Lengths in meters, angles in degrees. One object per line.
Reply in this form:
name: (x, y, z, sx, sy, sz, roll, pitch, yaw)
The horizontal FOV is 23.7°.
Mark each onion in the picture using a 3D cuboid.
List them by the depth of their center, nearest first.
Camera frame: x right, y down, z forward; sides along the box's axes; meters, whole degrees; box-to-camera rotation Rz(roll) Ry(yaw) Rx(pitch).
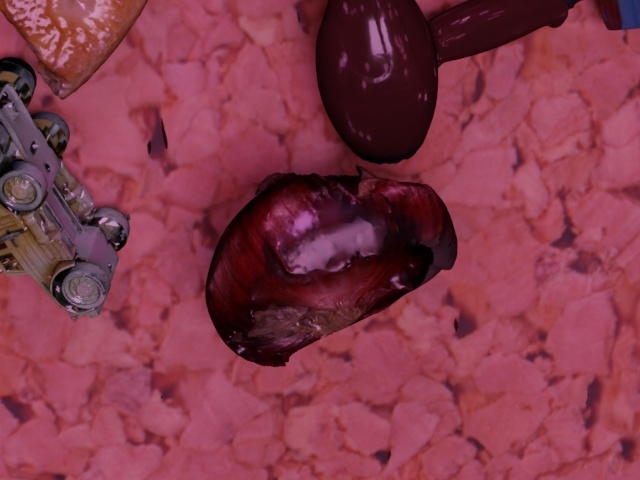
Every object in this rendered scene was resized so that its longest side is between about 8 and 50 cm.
onion: (0.000, 0.000, 1.572, 0.272, 0.195, 0.272, -24, 161, -9)

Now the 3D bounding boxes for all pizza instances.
pizza: (-0.228, -0.310, 1.436, 0.182, 0.074, 0.365, 2, 110, -20)

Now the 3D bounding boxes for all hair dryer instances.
hair dryer: (0.147, -0.254, 1.546, 0.340, 0.123, 0.312, -23, 132, -21)

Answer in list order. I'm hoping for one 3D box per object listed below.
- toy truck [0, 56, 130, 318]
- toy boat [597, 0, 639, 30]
toy truck: (-0.300, -0.042, 1.509, 0.135, 0.128, 0.259, -23, 120, 21)
toy boat: (0.316, -0.406, 1.561, 0.136, 0.079, 0.392, -25, 118, -24)
